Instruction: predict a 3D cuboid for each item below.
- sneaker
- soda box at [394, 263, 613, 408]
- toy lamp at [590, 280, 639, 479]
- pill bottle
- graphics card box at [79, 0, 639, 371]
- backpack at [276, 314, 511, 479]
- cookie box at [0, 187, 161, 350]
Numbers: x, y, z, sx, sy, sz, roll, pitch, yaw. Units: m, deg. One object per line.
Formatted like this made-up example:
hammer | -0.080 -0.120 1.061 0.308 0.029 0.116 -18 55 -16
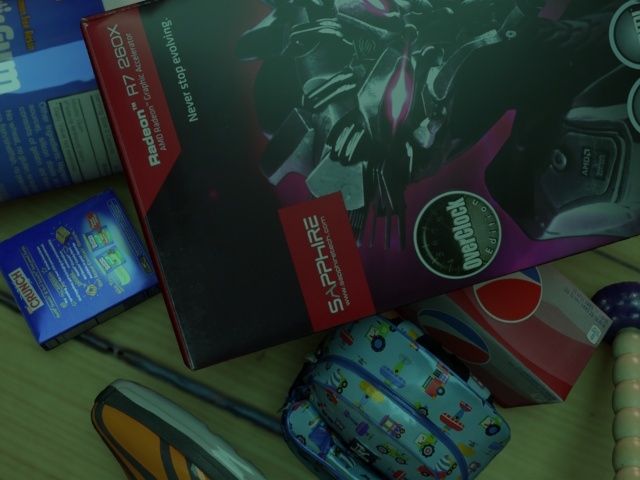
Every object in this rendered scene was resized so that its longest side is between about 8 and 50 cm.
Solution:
sneaker | -0.082 0.255 0.681 0.321 0.124 0.180 43 73 8
soda box | 0.092 0.015 0.756 0.263 0.092 0.083 41 67 -7
toy lamp | 0.228 0.156 0.718 0.080 0.080 0.275 18 47 0
pill bottle | -0.199 -0.121 0.771 0.272 0.152 0.152 -16 75 -10
graphics card box | 0.056 -0.080 0.641 0.370 0.094 0.233 -16 96 -3
backpack | 0.051 0.129 0.708 0.158 0.173 0.117 41 73 6
cookie box | -0.194 0.023 0.785 0.107 0.040 0.092 -27 78 -13
